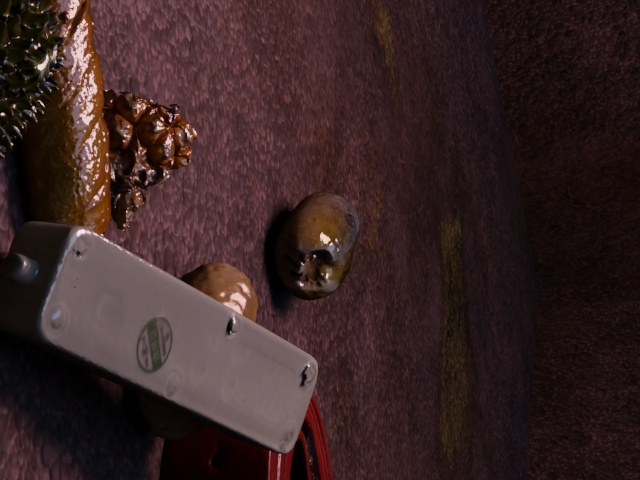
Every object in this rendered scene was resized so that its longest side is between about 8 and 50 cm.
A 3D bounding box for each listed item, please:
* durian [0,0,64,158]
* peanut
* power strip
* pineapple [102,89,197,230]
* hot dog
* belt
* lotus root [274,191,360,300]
[{"bbox_3d":[-0.224,-0.104,1.080,0.221,0.095,0.137,-60,142,-55],"label":"durian"},{"bbox_3d":[-0.108,0.099,1.475,0.214,0.099,0.099,-84,162,-54],"label":"peanut"},{"bbox_3d":[-0.125,0.079,1.286,0.385,0.062,0.091,35,70,-53],"label":"power strip"},{"bbox_3d":[-0.167,-0.064,1.368,0.114,0.077,0.114,21,72,-36],"label":"pineapple"},{"bbox_3d":[-0.201,-0.125,1.237,0.088,0.061,0.286,-32,115,-61],"label":"hot dog"},{"bbox_3d":[-0.062,0.288,1.530,0.227,0.115,0.324,26,59,-71],"label":"belt"},{"bbox_3d":[0.000,0.000,1.900,0.192,0.088,0.113,-59,158,-67],"label":"lotus root"}]
